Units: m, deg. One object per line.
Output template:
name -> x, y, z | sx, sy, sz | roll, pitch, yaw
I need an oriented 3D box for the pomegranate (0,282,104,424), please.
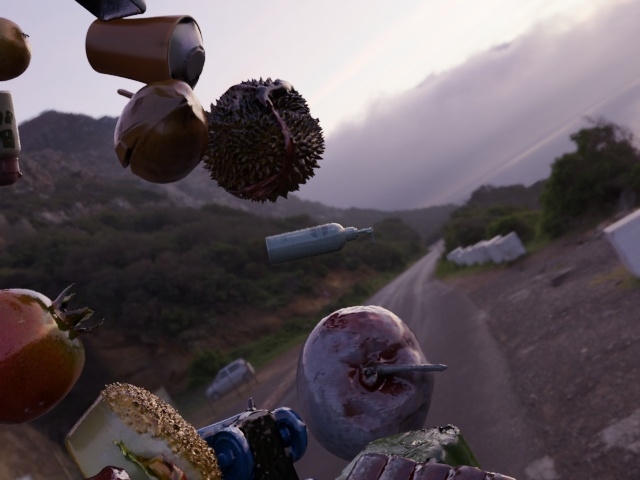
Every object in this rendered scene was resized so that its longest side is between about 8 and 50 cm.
pomegranate -> -0.482, 0.178, 1.098 | 0.256, 0.221, 0.221 | -33, -3, -11

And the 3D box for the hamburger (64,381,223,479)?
hamburger -> -0.277, 0.365, 1.102 | 0.179, 0.294, 0.276 | -38, -44, -18

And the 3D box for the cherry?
cherry -> 0.097, 0.315, 1.411 | 0.291, 0.335, 0.326 | -7, 40, -1

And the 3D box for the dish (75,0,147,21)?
dish -> -0.429, -0.511, 1.275 | 0.243, 0.182, 0.080 | 18, 75, 52

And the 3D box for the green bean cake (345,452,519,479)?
green bean cake -> 0.132, 0.304, 0.641 | 0.232, 0.199, 0.097 | -5, 35, 43

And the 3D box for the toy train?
toy train -> -0.131, 0.458, 1.236 | 0.188, 0.300, 0.265 | -9, -22, -47

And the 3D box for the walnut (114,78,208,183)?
walnut -> -0.340, -0.246, 1.482 | 0.209, 0.209, 0.336 | -31, 2, -31

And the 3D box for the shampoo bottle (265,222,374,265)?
shampoo bottle -> 0.000, 0.000, 1.223 | 0.195, 0.056, 0.056 | -13, -4, -3

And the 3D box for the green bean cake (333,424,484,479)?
green bean cake -> 0.112, 0.363, 0.944 | 0.214, 0.113, 0.200 | -34, 5, -40

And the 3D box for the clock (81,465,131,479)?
clock -> -0.227, 0.411, 0.727 | 0.080, 0.319, 0.318 | 6, -21, -24

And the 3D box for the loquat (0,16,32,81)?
loquat -> -0.721, -0.429, 1.508 | 0.141, 0.141, 0.141 | -33, -3, -2

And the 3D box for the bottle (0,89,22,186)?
bottle -> -0.872, -0.271, 1.800 | 0.120, 0.253, 0.120 | -3, 10, 1

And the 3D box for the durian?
durian -> -0.159, -0.273, 1.832 | 0.384, 0.348, 0.347 | -17, -10, -29

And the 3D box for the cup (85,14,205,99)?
cup -> -0.412, -0.429, 1.603 | 0.263, 0.226, 0.182 | 10, 25, 14
